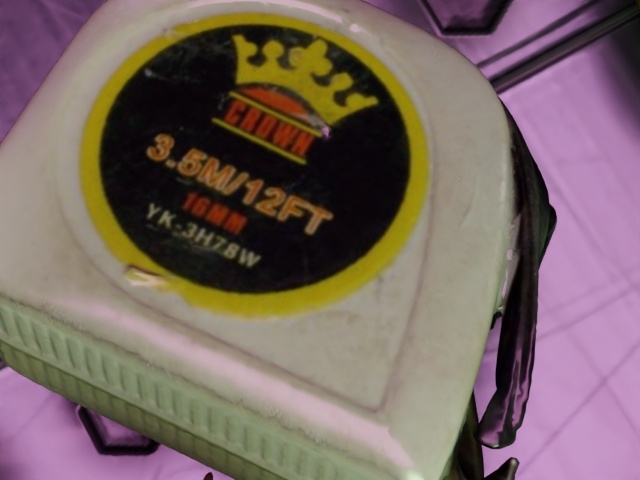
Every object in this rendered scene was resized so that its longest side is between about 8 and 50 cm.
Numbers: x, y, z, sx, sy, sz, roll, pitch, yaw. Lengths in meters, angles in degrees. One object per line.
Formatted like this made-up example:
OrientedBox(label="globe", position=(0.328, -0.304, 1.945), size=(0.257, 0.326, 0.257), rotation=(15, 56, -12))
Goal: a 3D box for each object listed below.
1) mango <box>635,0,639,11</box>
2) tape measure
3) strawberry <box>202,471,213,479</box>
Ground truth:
OrientedBox(label="mango", position=(0.248, -0.195, 0.679), size=(0.211, 0.173, 0.317), rotation=(8, 84, 26))
OrientedBox(label="tape measure", position=(0.000, 0.000, 0.657), size=(0.271, 0.133, 0.231), rotation=(25, 63, 12))
OrientedBox(label="strawberry", position=(-0.126, 0.222, 0.568), size=(0.306, 0.233, 0.138), rotation=(-38, 105, -4))
